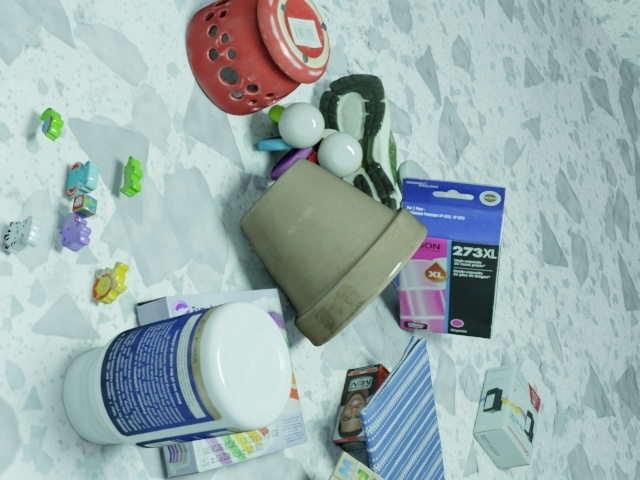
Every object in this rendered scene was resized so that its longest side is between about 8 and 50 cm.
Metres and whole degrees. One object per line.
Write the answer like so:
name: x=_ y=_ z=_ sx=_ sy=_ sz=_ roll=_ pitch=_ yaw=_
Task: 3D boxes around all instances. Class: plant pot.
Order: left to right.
plant pot: x=-0.093 y=-0.318 z=1.681 sx=0.191 sy=0.174 sz=0.191 roll=30 pitch=51 yaw=-45
plant pot: x=0.000 y=0.000 z=1.634 sx=0.229 sy=0.263 sz=0.263 roll=43 pitch=39 yaw=-3

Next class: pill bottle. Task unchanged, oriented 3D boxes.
pill bottle: x=-0.180 y=0.172 z=1.266 sx=0.153 sy=0.264 sz=0.153 roll=29 pitch=54 yaw=-48

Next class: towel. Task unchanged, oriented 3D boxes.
towel: x=0.140 y=0.361 z=1.762 sx=0.243 sy=0.040 sz=0.336 roll=-45 pitch=132 yaw=-50

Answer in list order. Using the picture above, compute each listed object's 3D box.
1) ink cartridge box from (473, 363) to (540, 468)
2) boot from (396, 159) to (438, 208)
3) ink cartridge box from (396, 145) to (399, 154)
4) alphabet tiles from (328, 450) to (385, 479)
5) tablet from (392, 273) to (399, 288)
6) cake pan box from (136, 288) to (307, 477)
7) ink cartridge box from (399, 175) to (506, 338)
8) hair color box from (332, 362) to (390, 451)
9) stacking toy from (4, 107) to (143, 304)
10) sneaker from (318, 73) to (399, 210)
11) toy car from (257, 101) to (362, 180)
ink cartridge box: x=0.392 y=0.369 z=2.168 sx=0.127 sy=0.072 sz=0.175 roll=53 pitch=39 yaw=-29
boot: x=0.172 y=-0.039 z=1.978 sx=0.258 sy=0.123 sz=0.095 roll=56 pitch=32 yaw=-35
ink cartridge box: x=0.113 y=-0.211 z=2.052 sx=0.063 sy=0.029 sz=0.115 roll=-39 pitch=109 yaw=-53
alphabet tiles: x=0.042 y=0.472 z=1.604 sx=0.198 sy=0.009 sz=0.237 roll=42 pitch=67 yaw=-38
tablet: x=0.135 y=0.046 z=1.997 sx=0.083 sy=0.006 sz=0.054 roll=56 pitch=37 yaw=-25
cake pan box: x=-0.140 y=0.196 z=1.490 sx=0.267 sy=0.070 sz=0.246 roll=2 pitch=73 yaw=-55
ink cartridge box: x=0.229 y=0.039 z=1.839 sx=0.371 sy=0.175 sz=0.069 roll=84 pitch=16 yaw=-48
hair color box: x=0.072 y=0.281 z=1.750 sx=0.043 sy=0.072 sz=0.141 roll=47 pitch=42 yaw=-35
stacking toy: x=-0.317 y=-0.046 z=1.359 sx=0.167 sy=0.052 sz=0.221 roll=36 pitch=47 yaw=-45
sneaker: x=0.090 y=-0.090 z=1.889 sx=0.182 sy=0.158 sz=0.410 roll=43 pitch=47 yaw=-61
toy car: x=-0.026 y=-0.146 z=1.743 sx=0.182 sy=0.136 sz=0.159 roll=37 pitch=1 yaw=-13
